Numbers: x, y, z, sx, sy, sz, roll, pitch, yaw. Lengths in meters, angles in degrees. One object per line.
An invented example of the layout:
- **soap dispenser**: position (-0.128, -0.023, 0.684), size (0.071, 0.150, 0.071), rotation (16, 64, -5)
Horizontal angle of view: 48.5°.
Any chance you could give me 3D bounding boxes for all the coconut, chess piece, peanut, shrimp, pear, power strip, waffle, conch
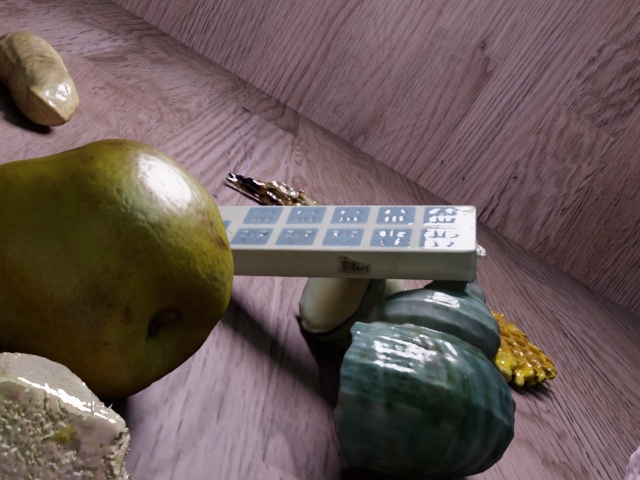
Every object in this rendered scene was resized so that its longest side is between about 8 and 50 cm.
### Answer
- **coconut**: position (-0.160, 0.121, 0.355), size (0.116, 0.122, 0.116), rotation (16, 61, -32)
- **chess piece**: position (0.103, 0.109, 0.909), size (0.243, 0.133, 0.133), rotation (31, 14, -30)
- **peanut**: position (-0.403, -0.232, 1.008), size (0.100, 0.099, 0.214), rotation (17, 19, -43)
- **shrimp**: position (-0.037, -0.053, 1.219), size (0.262, 0.066, 0.117), rotation (26, 16, -15)
- **pear**: position (-0.164, 0.017, 0.542), size (0.200, 0.200, 0.200), rotation (30, 16, -9)
- **power strip**: position (0.000, 0.000, 0.808), size (0.368, 0.043, 0.106), rotation (0, 30, 11)
- **waffle**: position (0.299, 0.168, 1.218), size (0.232, 0.051, 0.229), rotation (15, 23, -50)
- **conch**: position (0.108, 0.137, 0.727), size (0.220, 0.195, 0.277), rotation (52, 53, -20)

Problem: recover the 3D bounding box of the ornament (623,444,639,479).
- **ornament**: position (0.445, 0.291, 0.731), size (0.259, 0.259, 0.225), rotation (41, 21, 28)
